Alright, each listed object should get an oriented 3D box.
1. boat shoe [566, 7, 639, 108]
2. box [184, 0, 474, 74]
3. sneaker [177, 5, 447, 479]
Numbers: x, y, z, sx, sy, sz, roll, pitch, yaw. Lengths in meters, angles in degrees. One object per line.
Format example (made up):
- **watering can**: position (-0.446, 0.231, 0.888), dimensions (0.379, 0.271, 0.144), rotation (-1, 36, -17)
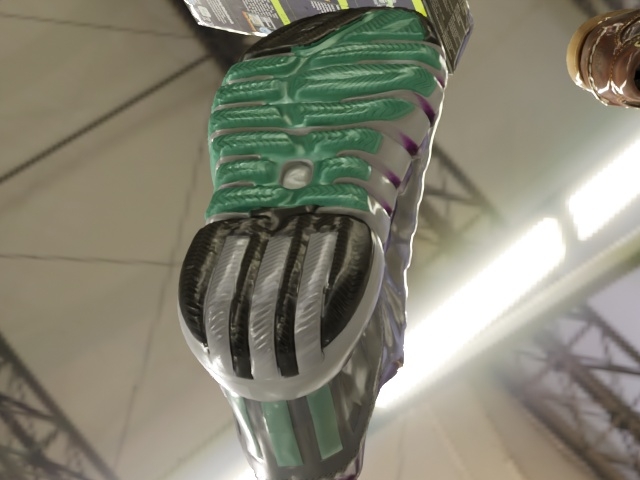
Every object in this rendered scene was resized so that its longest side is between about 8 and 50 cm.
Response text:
- **boat shoe**: position (0.254, -0.118, 0.974), dimensions (0.207, 0.073, 0.073), rotation (-18, -71, -17)
- **box**: position (-0.019, -0.177, 0.928), dimensions (0.045, 0.184, 0.190), rotation (-68, -27, -21)
- **sneaker**: position (0.000, 0.000, 0.585), dimensions (0.223, 0.083, 0.098), rotation (-70, -24, -52)
